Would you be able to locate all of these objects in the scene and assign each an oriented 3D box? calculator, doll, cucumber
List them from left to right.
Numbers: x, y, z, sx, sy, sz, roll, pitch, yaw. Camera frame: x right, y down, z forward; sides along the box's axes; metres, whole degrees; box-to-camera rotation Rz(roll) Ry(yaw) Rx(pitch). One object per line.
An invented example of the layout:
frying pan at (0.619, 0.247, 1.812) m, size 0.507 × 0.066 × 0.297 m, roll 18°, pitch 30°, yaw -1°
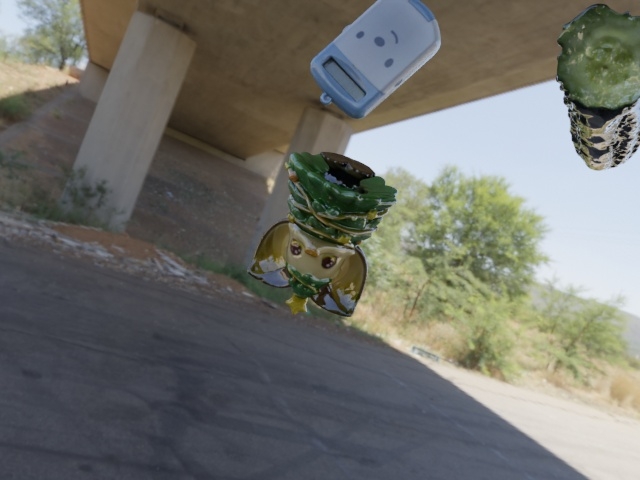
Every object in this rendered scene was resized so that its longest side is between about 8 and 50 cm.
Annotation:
doll at (0.004, -0.007, 0.368) m, size 0.078 × 0.113 × 0.076 m, roll 22°, pitch 37°, yaw 5°
calculator at (0.081, -0.277, 0.822) m, size 0.121 × 0.210 × 0.039 m, roll 49°, pitch 1°, yaw 8°
cucumber at (0.257, -0.119, 0.489) m, size 0.077 × 0.077 × 0.265 m, roll 21°, pitch 5°, yaw 27°
